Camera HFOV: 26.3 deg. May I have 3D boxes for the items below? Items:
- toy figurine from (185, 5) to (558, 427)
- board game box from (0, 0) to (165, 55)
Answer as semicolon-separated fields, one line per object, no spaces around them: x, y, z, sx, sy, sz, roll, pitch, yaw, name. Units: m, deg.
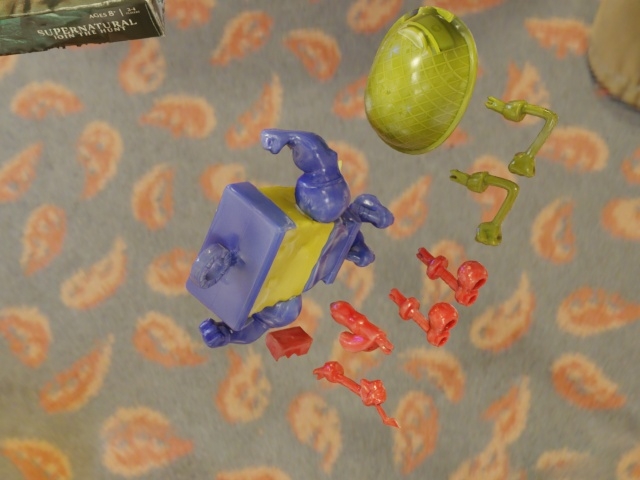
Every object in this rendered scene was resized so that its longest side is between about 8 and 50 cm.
0.000;0.000;1.099;0.217;0.363;0.191;-10;47;-45;toy figurine
-0.121;-0.156;0.545;0.126;0.026;0.186;-6;62;8;board game box
